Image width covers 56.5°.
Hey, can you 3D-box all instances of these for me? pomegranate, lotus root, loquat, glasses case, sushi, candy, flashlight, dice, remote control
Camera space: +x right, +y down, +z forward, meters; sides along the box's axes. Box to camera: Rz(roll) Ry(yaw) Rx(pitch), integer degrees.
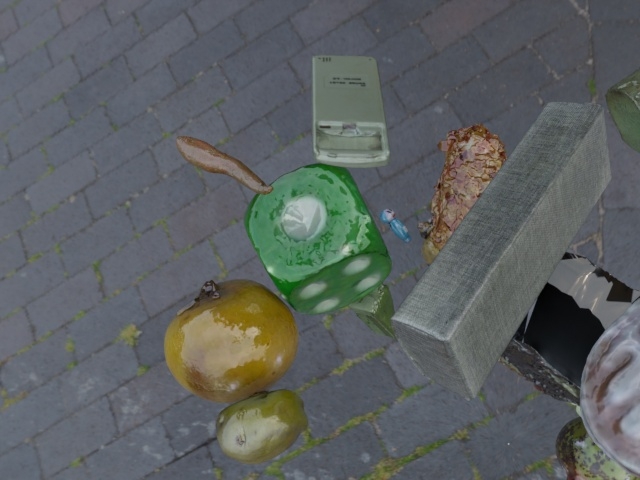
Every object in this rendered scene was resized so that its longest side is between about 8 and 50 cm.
[{"bbox_3d":[0.655,0.549,1.431,0.214,0.214,0.248,30,74,24],"label":"pomegranate"},{"bbox_3d":[0.395,0.042,1.789,0.154,0.140,0.257,-48,61,26],"label":"lotus root"},{"bbox_3d":[-0.205,0.268,1.481,0.328,0.328,0.360,-23,101,9],"label":"loquat"},{"bbox_3d":[0.126,-0.001,0.393,0.047,0.071,0.205,18,60,43],"label":"glasses case"},{"bbox_3d":[0.394,0.158,1.002,0.227,0.212,0.216,19,75,-10],"label":"sushi"},{"bbox_3d":[0.469,0.180,0.763,0.289,0.157,0.214,-41,55,-4],"label":"candy"},{"bbox_3d":[0.240,-0.046,1.898,0.051,0.051,0.129,-41,100,1],"label":"flashlight"},{"bbox_3d":[0.000,0.000,1.519,0.297,0.300,0.287,-28,62,3],"label":"dice"},{"bbox_3d":[0.044,-0.215,0.974,0.123,0.038,0.286,0,47,-4],"label":"remote control"}]

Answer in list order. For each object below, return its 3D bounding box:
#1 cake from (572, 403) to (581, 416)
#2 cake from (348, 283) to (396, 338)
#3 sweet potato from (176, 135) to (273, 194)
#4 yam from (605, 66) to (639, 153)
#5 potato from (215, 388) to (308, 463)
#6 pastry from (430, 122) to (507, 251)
[{"bbox_3d":[0.547,0.308,1.187,0.109,0.090,0.226,-55,45,44],"label":"cake"},{"bbox_3d":[0.157,0.228,1.712,0.100,0.235,0.099,9,46,32],"label":"cake"},{"bbox_3d":[-0.173,-0.134,1.090,0.214,0.050,0.050,28,82,13],"label":"sweet potato"},{"bbox_3d":[0.655,-0.274,1.082,0.268,0.161,0.161,-36,65,-3],"label":"yam"},{"bbox_3d":[-0.127,0.399,1.291,0.200,0.137,0.154,-15,24,-9],"label":"potato"},{"bbox_3d":[0.176,-0.060,0.701,0.087,0.063,0.170,6,86,8],"label":"pastry"}]
